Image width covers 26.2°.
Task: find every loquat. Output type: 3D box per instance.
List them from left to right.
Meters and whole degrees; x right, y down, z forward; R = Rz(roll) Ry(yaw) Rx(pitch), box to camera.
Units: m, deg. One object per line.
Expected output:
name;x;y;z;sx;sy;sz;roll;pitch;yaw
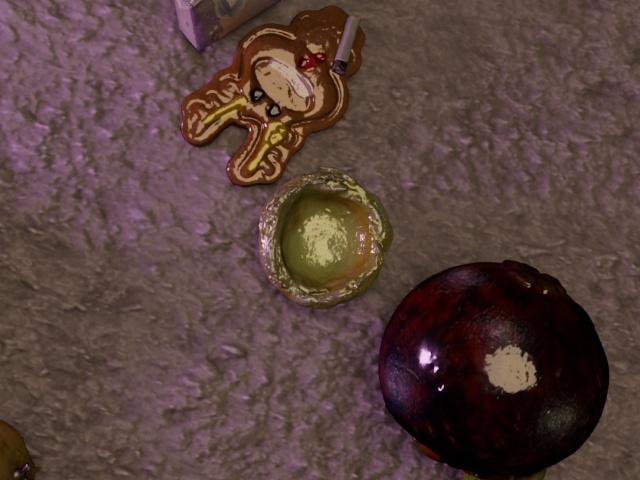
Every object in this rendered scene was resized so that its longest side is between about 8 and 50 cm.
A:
loquat;-0.460;0.306;1.757;0.204;0.149;0.172;6;83;5

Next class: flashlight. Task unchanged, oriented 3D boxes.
flashlight;0.037;-0.276;1.945;0.018;0.018;0.083;20;77;-16

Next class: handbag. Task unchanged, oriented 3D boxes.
handbag;-0.120;-0.350;1.915;0.173;0.117;0.095;-36;71;-14

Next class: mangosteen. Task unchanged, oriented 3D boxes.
mangosteen;0.215;0.202;1.818;0.306;0.306;0.360;21;101;-7

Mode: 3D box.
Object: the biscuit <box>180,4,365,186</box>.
biscuit;-0.057;-0.216;1.947;0.186;0.044;0.295;41;78;-5

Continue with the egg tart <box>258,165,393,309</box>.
egg tart;0.000;0.000;1.911;0.197;0.078;0.197;1;83;-7
